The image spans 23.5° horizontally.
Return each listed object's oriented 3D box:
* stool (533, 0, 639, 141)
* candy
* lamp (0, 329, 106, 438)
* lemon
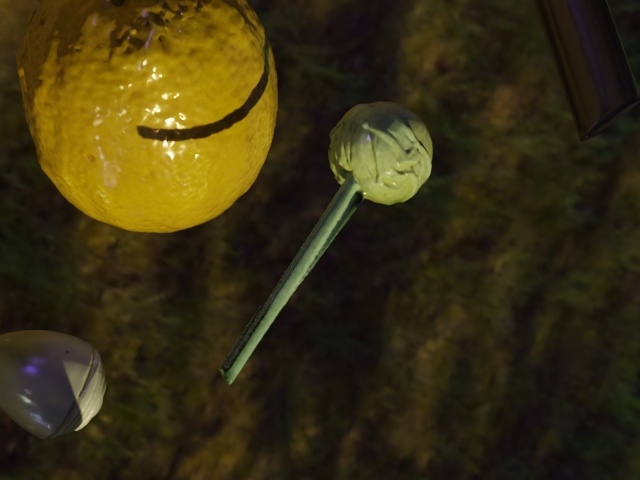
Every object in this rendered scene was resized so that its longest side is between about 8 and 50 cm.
[{"bbox_3d":[0.292,-0.274,1.209,0.310,0.226,0.310,-31,171,-33],"label":"stool"},{"bbox_3d":[0.000,0.000,1.339,0.335,0.092,0.093,-56,146,-34],"label":"candy"},{"bbox_3d":[-0.299,0.123,1.506,0.106,0.193,0.106,-47,-155,31],"label":"lamp"},{"bbox_3d":[-0.161,-0.146,1.460,0.245,0.245,0.320,-52,149,-41],"label":"lemon"}]
